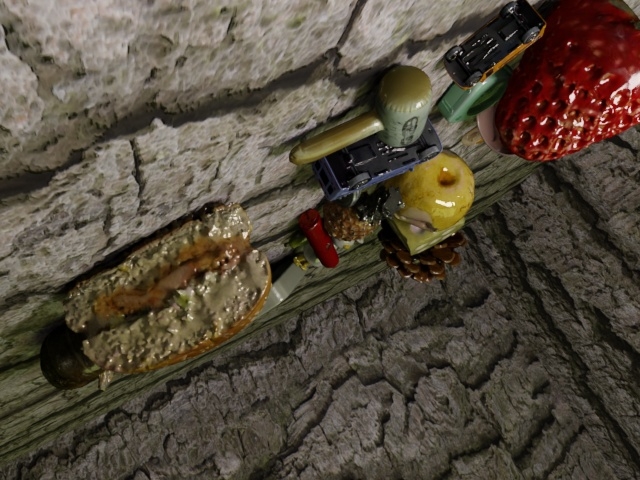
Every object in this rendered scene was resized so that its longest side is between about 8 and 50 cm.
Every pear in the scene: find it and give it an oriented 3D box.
[{"bbox_3d":[0.314,-0.146,1.474,0.271,0.271,0.271,-29,167,-7],"label":"pear"}]

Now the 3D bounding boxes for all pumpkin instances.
[{"bbox_3d":[-0.576,0.292,1.285,0.260,0.189,0.260,-27,165,-8],"label":"pumpkin"}]

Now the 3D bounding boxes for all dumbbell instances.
[{"bbox_3d":[0.117,-0.172,1.295,0.254,0.110,0.110,-30,168,-30],"label":"dumbbell"}]

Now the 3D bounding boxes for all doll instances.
[{"bbox_3d":[0.040,0.010,1.738,0.293,0.119,0.138,-34,144,15],"label":"doll"}]

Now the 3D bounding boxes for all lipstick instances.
[{"bbox_3d":[-0.001,0.001,1.557,0.073,0.073,0.280,-30,149,-1],"label":"lipstick"}]

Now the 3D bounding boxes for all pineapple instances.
[{"bbox_3d":[0.130,-0.090,1.398,0.157,0.158,0.278,-20,179,-37],"label":"pineapple"}]

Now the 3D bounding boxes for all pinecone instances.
[{"bbox_3d":[0.421,-0.036,1.985,0.384,0.385,0.384,-29,167,-7],"label":"pinecone"}]

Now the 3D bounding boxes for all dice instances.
[{"bbox_3d":[0.342,-0.103,1.715,0.226,0.238,0.233,-32,167,6],"label":"dice"}]

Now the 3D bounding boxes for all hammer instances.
[{"bbox_3d":[0.075,-0.225,1.009,0.305,0.113,0.202,-25,164,-2],"label":"hammer"}]

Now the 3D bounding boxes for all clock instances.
[{"bbox_3d":[0.401,-0.372,1.233,0.210,0.066,0.159,-23,165,-32],"label":"clock"}]

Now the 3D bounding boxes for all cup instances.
[{"bbox_3d":[0.574,-0.383,1.376,0.200,0.191,0.253,-28,134,-25],"label":"cup"}]

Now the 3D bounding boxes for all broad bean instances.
[{"bbox_3d":[-0.021,-0.028,1.615,0.213,0.048,0.070,-31,167,-3],"label":"broad bean"}]

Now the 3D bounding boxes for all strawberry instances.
[{"bbox_3d":[0.547,-0.332,1.093,0.345,0.317,0.295,-44,-165,8],"label":"strawberry"}]

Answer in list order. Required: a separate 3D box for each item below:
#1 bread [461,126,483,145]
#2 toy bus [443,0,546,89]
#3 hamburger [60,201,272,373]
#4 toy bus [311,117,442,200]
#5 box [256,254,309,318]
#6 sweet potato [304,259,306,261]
[{"bbox_3d":[0.509,-0.340,1.621,0.103,0.049,0.062,-21,164,-41],"label":"bread"},{"bbox_3d":[0.352,-0.390,1.022,0.194,0.083,0.088,-36,167,18],"label":"toy bus"},{"bbox_3d":[-0.302,0.128,1.146,0.445,0.268,0.287,-32,171,0],"label":"hamburger"},{"bbox_3d":[0.132,-0.197,1.164,0.292,0.126,0.133,-23,171,-21],"label":"toy bus"},{"bbox_3d":[-0.232,0.207,1.771,0.367,0.090,0.373,-34,-174,17],"label":"box"},{"bbox_3d":[-0.017,0.064,1.975,0.050,0.050,0.214,-38,161,28],"label":"sweet potato"}]
